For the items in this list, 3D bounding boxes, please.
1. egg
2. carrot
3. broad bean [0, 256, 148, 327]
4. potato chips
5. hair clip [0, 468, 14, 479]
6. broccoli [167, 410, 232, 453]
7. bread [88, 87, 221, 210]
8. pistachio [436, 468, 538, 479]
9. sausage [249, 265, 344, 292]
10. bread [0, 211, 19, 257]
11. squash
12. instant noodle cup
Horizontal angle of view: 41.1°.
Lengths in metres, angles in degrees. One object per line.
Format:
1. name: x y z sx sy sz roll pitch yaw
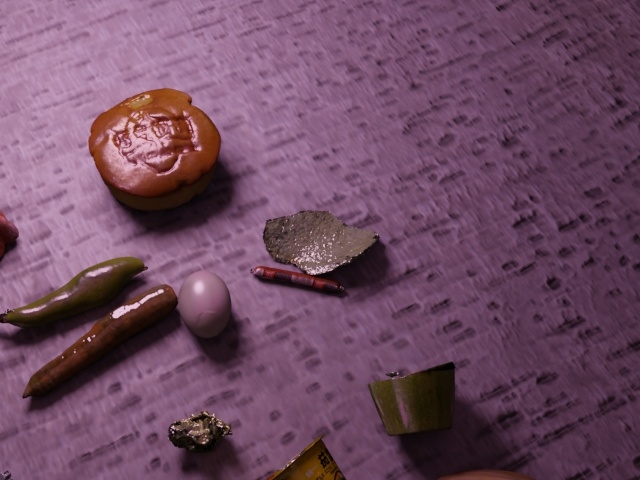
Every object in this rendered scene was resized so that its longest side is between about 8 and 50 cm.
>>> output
1. egg: -0.225 0.124 1.662 0.103 0.103 0.135 -8 65 -9
2. carrot: -0.424 0.191 1.633 0.342 0.070 0.070 -35 71 -18
3. broad bean: -0.490 0.110 1.663 0.325 0.067 0.075 -23 58 -18
4. potato chips: -0.001 -0.004 1.778 0.228 0.059 0.167 19 56 10
5. hair clip: -0.599 0.443 1.499 0.115 0.039 0.030 -32 65 -17
6. broccoli: -0.221 0.350 1.555 0.097 0.092 0.095 41 79 -4
7. bread: -0.342 -0.188 1.786 0.269 0.148 0.270 2 63 -4
8. pistachio: 0.314 0.491 1.503 0.260 0.163 0.212 27 42 23
9. sausage: -0.048 0.079 1.747 0.198 0.025 0.028 10 82 0
10. bread: -0.752 -0.038 1.685 0.244 0.123 0.190 34 66 13
11. squash: 0.175 0.297 1.588 0.170 0.170 0.123 -5 76 -8
12. instant noodle cup: -0.022 0.451 1.483 0.182 0.182 0.144 -36 81 -21
